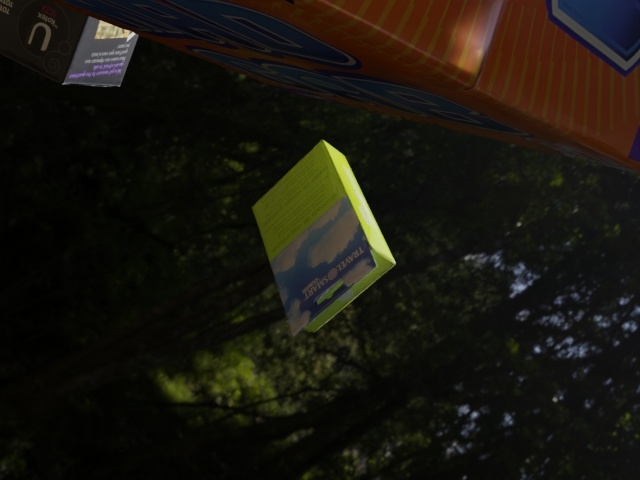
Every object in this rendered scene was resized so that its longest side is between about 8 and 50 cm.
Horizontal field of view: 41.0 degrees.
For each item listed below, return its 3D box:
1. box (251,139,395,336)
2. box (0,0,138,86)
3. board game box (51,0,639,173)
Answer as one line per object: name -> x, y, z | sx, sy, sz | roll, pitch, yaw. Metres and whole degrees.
box -> 0.000, 0.000, 0.801 | 0.109, 0.042, 0.178 | -42, -138, 21
box -> -0.287, -0.336, 1.001 | 0.165, 0.143, 0.270 | 28, -76, 9
board game box -> 0.016, -0.277, 0.487 | 0.356, 0.356, 0.356 | 24, -83, 49
